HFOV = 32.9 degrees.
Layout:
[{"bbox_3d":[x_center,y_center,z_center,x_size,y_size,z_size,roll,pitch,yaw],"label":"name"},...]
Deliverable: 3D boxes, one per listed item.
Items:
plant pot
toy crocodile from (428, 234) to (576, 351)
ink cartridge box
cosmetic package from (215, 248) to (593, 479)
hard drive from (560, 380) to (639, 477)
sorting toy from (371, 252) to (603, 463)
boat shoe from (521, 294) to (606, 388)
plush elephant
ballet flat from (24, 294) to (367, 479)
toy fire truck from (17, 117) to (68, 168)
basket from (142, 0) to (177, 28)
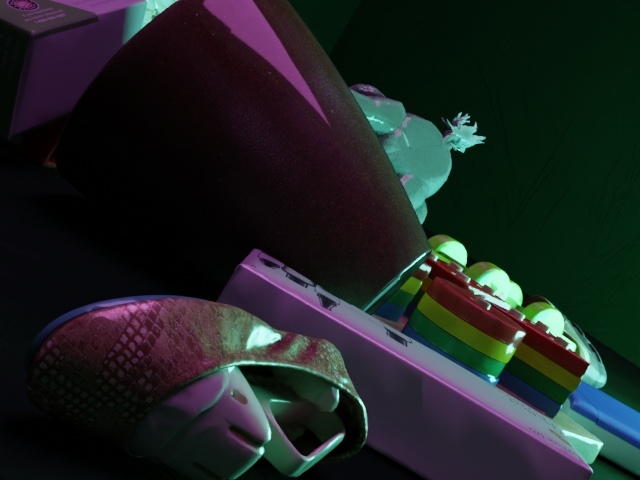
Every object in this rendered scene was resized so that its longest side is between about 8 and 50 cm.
[{"bbox_3d":[-0.036,-0.038,0.794,0.230,0.215,0.215,47,9,9],"label":"plant pot"},{"bbox_3d":[0.202,0.086,1.351,0.340,0.105,0.115,32,4,-40],"label":"toy crocodile"},{"bbox_3d":[-0.275,-0.179,0.848,0.219,0.092,0.160,27,28,12],"label":"ink cartridge box"},{"bbox_3d":[0.044,0.091,0.670,0.239,0.060,0.099,31,7,-2],"label":"cosmetic package"},{"bbox_3d":[0.369,0.232,1.176,0.319,0.040,0.210,30,6,-8],"label":"hard drive"},{"bbox_3d":[0.120,0.079,0.987,0.257,0.089,0.255,25,9,-47],"label":"sorting toy"},{"bbox_3d":[0.340,0.151,1.550,0.073,0.080,0.223,35,10,-19],"label":"boat shoe"},{"bbox_3d":[0.091,-0.125,1.891,0.330,0.255,0.272,-16,82,-36],"label":"plush elephant"},{"bbox_3d":[-0.035,0.069,0.458,0.067,0.073,0.206,50,18,26],"label":"ballet flat"},{"bbox_3d":[-0.260,-0.119,0.955,0.135,0.047,0.192,30,6,-2],"label":"toy fire truck"},{"bbox_3d":[-0.294,-0.297,1.224,0.328,0.266,0.331,31,4,10],"label":"basket"}]
